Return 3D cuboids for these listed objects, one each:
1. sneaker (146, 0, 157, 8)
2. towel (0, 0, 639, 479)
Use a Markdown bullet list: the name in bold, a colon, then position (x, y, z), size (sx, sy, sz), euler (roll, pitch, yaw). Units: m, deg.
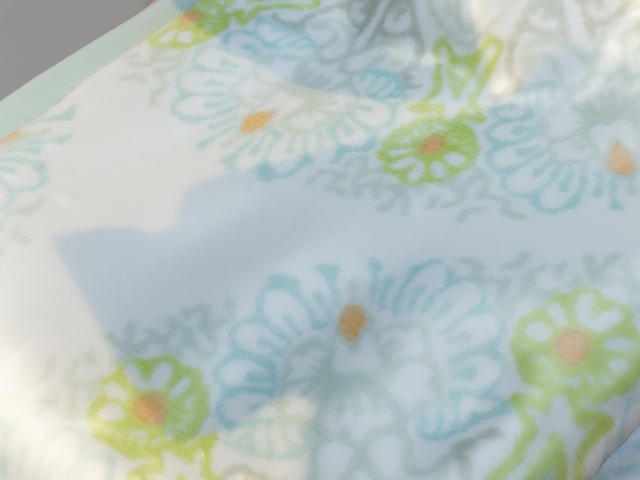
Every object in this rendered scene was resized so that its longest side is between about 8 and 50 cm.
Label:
- **sneaker**: position (-0.047, -0.044, 0.935), size (0.097, 0.135, 0.276), euler (-17, -56, 29)
- **towel**: position (0.000, 0.000, 0.519), size (0.320, 0.374, 0.090), euler (28, -29, 38)
